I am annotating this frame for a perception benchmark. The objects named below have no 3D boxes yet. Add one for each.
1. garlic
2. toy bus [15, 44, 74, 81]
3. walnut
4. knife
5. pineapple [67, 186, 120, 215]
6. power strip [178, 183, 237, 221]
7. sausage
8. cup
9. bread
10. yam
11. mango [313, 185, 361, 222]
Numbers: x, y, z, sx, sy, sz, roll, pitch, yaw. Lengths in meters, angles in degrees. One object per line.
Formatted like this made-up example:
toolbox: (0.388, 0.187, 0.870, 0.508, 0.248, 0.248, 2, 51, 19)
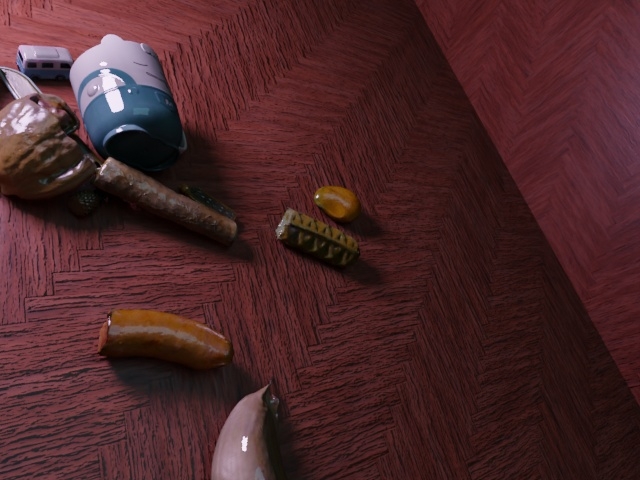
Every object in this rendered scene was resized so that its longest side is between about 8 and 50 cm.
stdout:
garlic: (-0.133, 0.439, 0.886, 0.196, 0.151, 0.339, 32, 32, -53)
toy bus: (-0.677, -0.443, 1.089, 0.122, 0.075, 0.060, -18, 73, -41)
walnut: (-0.604, -0.207, 0.915, 0.204, 0.141, 0.238, -21, 67, -22)
knife: (-0.641, -0.286, 1.040, 0.343, 0.027, 0.061, 49, 60, -2)
pineapple: (-0.513, -0.100, 1.007, 0.058, 0.058, 0.124, 45, 33, -2)
power strip: (-0.300, -0.096, 1.168, 0.178, 0.028, 0.049, 35, 47, -12)
sausage: (-0.311, 0.209, 0.910, 0.270, 0.109, 0.109, 20, 51, -24)
cup: (-0.449, -0.312, 1.091, 0.258, 0.219, 0.289, 65, 15, 17)
bread: (0.000, 0.001, 1.282, 0.269, 0.087, 0.098, 25, 46, -22)
yam: (-0.357, -0.086, 1.057, 0.356, 0.081, 0.081, 28, 48, -31)
mango: (0.056, -0.121, 1.409, 0.165, 0.089, 0.115, 30, 57, -12)
